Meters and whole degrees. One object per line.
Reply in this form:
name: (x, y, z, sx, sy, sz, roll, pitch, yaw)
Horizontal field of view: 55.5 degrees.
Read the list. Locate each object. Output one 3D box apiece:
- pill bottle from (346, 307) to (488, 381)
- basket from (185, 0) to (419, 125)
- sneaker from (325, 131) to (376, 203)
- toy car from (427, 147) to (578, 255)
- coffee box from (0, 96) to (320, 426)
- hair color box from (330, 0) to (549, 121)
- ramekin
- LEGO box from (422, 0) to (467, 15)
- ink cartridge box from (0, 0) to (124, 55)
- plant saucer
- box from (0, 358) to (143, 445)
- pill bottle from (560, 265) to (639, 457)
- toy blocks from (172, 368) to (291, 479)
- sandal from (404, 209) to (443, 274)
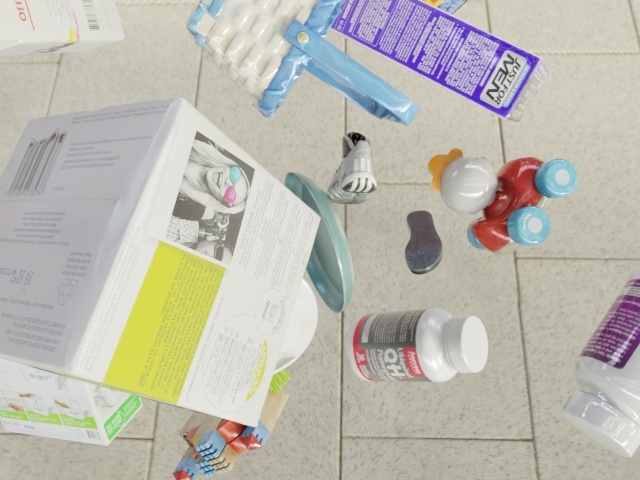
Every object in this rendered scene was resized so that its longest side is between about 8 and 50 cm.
pill bottle: (0.236, 0.257, 1.488, 0.318, 0.176, 0.177, -11, 61, 40)
basket: (-0.013, -0.242, 0.790, 0.288, 0.255, 0.201, 36, 96, -12)
sneaker: (0.067, -0.152, 1.254, 0.086, 0.228, 0.132, 4, 83, -13)
toy car: (0.327, -0.111, 1.200, 0.237, 0.219, 0.210, 34, 82, -8)
coffee box: (-0.257, 0.043, 0.875, 0.337, 0.334, 0.339, 3, 68, 35)
hair color box: (0.193, -0.316, 0.998, 0.338, 0.185, 0.110, 34, 110, 15)
ramekin: (-0.149, 0.145, 1.273, 0.272, 0.273, 0.127, -22, 27, -7)
LEGO box: (0.097, -0.731, 1.286, 0.193, 0.372, 0.501, -37, 59, 25)
ink cartridge box: (-0.280, -0.235, 0.577, 0.061, 0.181, 0.105, -6, 105, 25)
plant saucer: (0.000, 0.000, 1.302, 0.043, 0.318, 0.318, -20, 68, -15)
box: (-0.511, 0.254, 1.169, 0.261, 0.231, 0.127, -1, 24, 22)
pill bottle: (0.541, 0.203, 1.029, 0.169, 0.169, 0.302, 35, 81, 15)
toy blocks: (-0.258, 0.515, 1.649, 0.191, 0.381, 0.261, 53, 32, -14)
sandal: (0.273, 0.009, 1.600, 0.097, 0.055, 0.255, -3, 35, 12)
